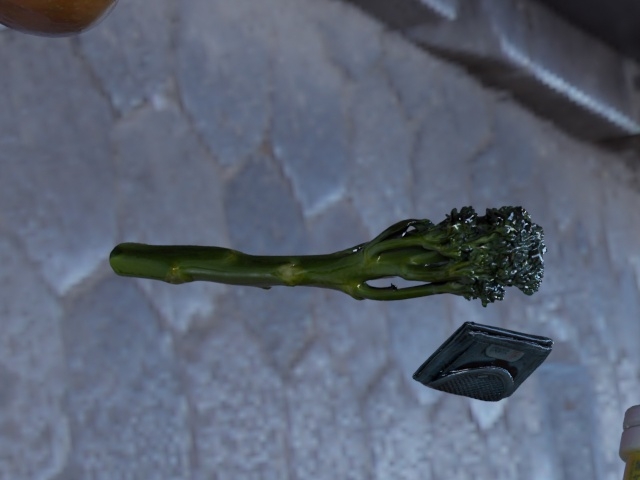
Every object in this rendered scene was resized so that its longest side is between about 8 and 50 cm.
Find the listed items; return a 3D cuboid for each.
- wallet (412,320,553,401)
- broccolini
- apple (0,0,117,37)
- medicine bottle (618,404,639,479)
[{"bbox_3d":[0.156,0.118,1.736,0.129,0.088,0.026,14,39,-43],"label":"wallet"},{"bbox_3d":[0.002,0.005,1.481,0.074,0.392,0.078,-13,104,-56],"label":"broccolini"},{"bbox_3d":[-0.166,-0.230,1.223,0.162,0.201,0.201,57,28,-10],"label":"apple"},{"bbox_3d":[0.170,0.195,0.932,0.074,0.074,0.218,44,56,-54],"label":"medicine bottle"}]
